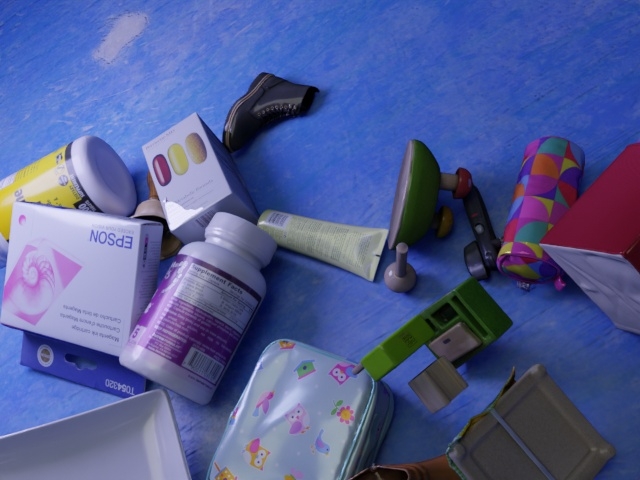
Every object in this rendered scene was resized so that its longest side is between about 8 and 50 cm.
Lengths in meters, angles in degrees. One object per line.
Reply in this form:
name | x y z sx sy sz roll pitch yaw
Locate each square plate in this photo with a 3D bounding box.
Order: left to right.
square plate | -0.352 0.430 0.991 0.348 0.049 0.343 -14 65 -20

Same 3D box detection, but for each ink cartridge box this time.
ink cartridge box | -0.448 0.108 1.232 0.324 0.071 0.329 8 93 26

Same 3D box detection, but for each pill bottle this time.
pill bottle | -0.576 -0.069 1.419 0.334 0.188 0.187 -26 54 11
pill bottle | -0.195 0.109 1.144 0.169 0.169 0.301 16 69 32

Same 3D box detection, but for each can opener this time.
can opener | 0.253 -0.026 1.078 0.073 0.059 0.186 -17 57 17

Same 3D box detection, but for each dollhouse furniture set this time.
dollhouse furniture set | 0.203 0.232 0.893 0.198 0.151 0.301 -33 77 -30

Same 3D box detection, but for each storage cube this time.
storage cube | 0.439 0.001 0.850 0.193 0.184 0.215 -46 12 -4

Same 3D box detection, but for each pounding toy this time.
pounding toy | 0.176 -0.042 1.079 0.110 0.183 0.236 10 64 1

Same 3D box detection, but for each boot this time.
boot | -0.103 -0.257 1.378 0.137 0.077 0.197 18 72 27
boot | 0.136 0.312 0.878 0.197 0.152 0.072 -29 54 8

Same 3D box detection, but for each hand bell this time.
hand bell | -0.340 -0.085 1.388 0.126 0.126 0.242 -22 42 13

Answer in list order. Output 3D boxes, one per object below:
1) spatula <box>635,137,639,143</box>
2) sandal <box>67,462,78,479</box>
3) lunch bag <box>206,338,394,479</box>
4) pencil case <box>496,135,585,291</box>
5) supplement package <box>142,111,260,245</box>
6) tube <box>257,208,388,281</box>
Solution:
spatula | 0.438 -0.051 1.022 0.296 0.030 0.084 -44 52 -3
sandal | -0.413 0.486 1.066 0.102 0.169 0.416 25 70 -8
lunch bag | -0.024 0.302 0.990 0.224 0.108 0.279 14 70 28
pencil case | 0.335 -0.042 1.012 0.105 0.104 0.236 6 61 28
supplement package | -0.231 -0.105 1.307 0.139 0.134 0.244 -32 53 5
tube | 0.000 0.000 1.189 0.240 0.070 0.062 14 36 29
